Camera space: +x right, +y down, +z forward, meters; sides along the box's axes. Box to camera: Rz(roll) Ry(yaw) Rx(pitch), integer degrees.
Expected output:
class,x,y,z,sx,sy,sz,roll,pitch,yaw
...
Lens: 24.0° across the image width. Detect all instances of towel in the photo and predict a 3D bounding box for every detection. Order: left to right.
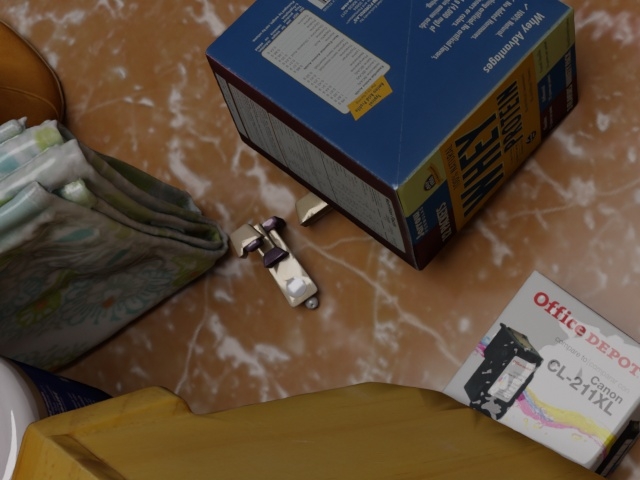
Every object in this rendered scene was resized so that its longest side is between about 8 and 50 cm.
class,x,y,z,sx,sy,sz,roll,pitch,yaw
towel,-0.278,0.058,1.185,0.374,0.320,0.090,-32,72,10

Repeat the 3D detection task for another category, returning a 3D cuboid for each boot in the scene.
class,x,y,z,sx,sy,sz,roll,pitch,yaw
boot,-0.303,-0.118,1.301,0.104,0.211,0.295,-34,66,9

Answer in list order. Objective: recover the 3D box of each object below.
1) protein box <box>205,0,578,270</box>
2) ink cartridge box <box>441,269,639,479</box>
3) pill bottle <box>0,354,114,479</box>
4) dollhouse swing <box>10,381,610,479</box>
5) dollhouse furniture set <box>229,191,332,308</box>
class,x,y,z,sx,sy,sz,roll,pitch,yaw
protein box,0.060,-0.127,1.178,0.201,0.136,0.200,38,76,25
ink cartridge box,0.164,0.129,1.129,0.127,0.072,0.175,37,92,26
pill bottle,-0.224,0.177,1.163,0.153,0.265,0.153,-6,73,19
dollhouse swing,-0.003,0.266,0.957,0.347,0.305,0.315,23,99,49
dollhouse furniture set,0.000,0.000,1.231,0.114,0.091,0.081,-35,82,6
